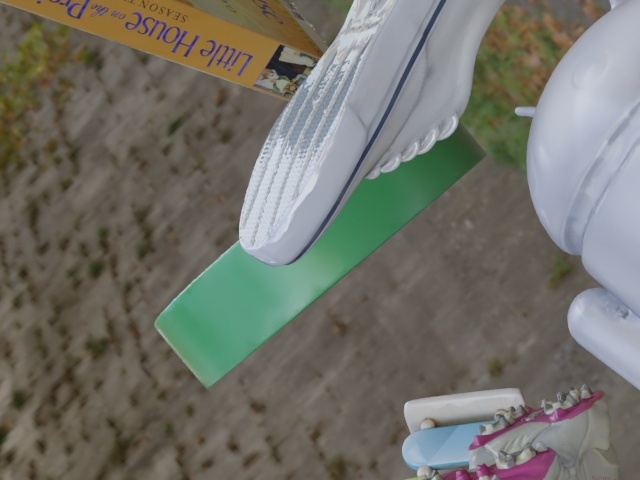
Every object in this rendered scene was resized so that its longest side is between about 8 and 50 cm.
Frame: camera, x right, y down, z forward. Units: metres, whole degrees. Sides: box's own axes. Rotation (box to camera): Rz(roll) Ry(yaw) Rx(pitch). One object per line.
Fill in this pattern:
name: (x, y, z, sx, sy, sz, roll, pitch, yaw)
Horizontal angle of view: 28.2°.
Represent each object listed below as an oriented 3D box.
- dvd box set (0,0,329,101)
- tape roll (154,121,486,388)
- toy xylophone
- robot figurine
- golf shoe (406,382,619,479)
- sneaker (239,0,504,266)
dvd box set: (-0.204, -0.274, 1.162, 0.420, 0.062, 0.308, 14, -150, -44)
tape roll: (0.000, 0.000, 1.119, 0.077, 0.321, 0.321, 50, -175, 1)
toy xylophone: (0.099, 0.284, 1.098, 0.323, 0.236, 0.081, -92, -19, -45)
robot figurine: (0.266, -0.018, 0.755, 0.353, 0.300, 0.199, 45, -150, 24)
golf shoe: (0.131, 0.196, 0.826, 0.306, 0.115, 0.140, -20, -91, -54)
sneaker: (0.045, -0.086, 0.797, 0.091, 0.258, 0.094, 35, 172, -26)
